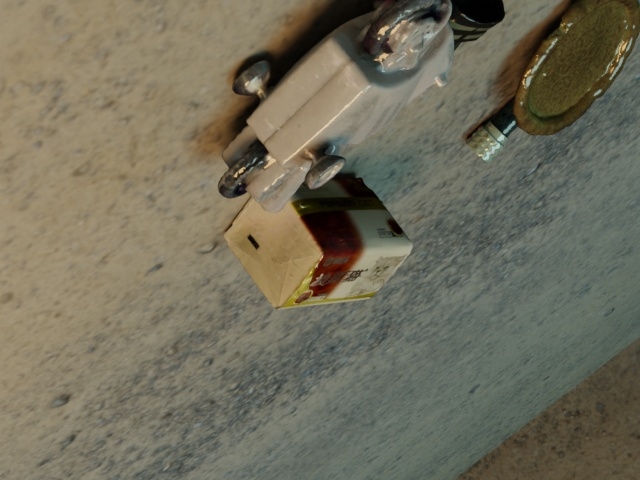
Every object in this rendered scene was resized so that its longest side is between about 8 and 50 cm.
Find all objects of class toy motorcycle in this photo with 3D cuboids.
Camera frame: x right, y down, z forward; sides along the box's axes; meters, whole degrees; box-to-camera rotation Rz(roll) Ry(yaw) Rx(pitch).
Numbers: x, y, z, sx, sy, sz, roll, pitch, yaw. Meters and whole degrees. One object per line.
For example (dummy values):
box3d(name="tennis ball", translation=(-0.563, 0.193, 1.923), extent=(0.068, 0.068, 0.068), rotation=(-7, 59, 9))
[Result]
box3d(name="toy motorcycle", translation=(0.024, -0.124, 1.084), extent=(0.260, 0.110, 0.171), rotation=(-43, 168, 27))

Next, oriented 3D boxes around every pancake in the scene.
box3d(name="pancake", translation=(0.279, -0.194, 1.359), extent=(0.199, 0.021, 0.199), rotation=(-34, 148, -25))

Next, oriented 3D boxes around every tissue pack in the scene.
box3d(name="tissue pack", translation=(0.001, 0.000, 1.267), extent=(0.148, 0.106, 0.099), rotation=(-4, 140, -51))

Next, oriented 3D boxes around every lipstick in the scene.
box3d(name="lipstick", translation=(0.213, -0.138, 1.395), extent=(0.116, 0.037, 0.037), rotation=(-46, 155, 10))

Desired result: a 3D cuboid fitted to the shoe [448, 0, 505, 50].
box3d(name="shoe", translation=(0.139, -0.216, 1.127), extent=(0.071, 0.049, 0.179), rotation=(-18, 151, -35))
